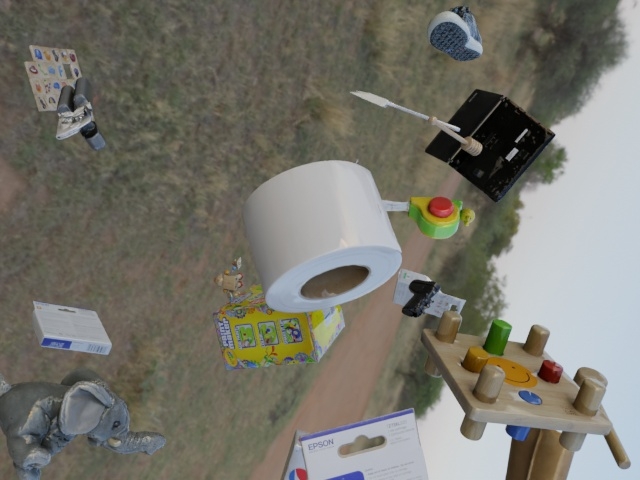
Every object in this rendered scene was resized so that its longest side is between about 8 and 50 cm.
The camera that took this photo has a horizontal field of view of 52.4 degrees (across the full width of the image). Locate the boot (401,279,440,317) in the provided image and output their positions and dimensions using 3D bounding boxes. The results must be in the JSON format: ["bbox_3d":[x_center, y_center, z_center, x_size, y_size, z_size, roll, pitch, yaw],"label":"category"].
[{"bbox_3d":[0.238,0.147,1.626,0.099,0.045,0.121,-48,-163,-21],"label":"boot"}]

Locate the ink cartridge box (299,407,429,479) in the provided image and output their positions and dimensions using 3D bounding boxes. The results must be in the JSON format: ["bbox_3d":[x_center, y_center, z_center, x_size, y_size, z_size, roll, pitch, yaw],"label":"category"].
[{"bbox_3d":[0.083,0.439,0.948,0.069,0.175,0.371,-179,-101,-79],"label":"ink cartridge box"}]

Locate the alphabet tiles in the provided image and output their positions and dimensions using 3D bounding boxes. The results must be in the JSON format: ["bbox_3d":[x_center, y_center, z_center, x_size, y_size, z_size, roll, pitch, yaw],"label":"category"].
[{"bbox_3d":[-0.661,-0.390,1.648,0.237,0.009,0.198,-52,130,-74],"label":"alphabet tiles"}]

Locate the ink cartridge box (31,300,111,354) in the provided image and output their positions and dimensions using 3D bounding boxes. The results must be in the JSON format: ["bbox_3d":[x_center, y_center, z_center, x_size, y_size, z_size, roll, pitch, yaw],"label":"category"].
[{"bbox_3d":[-0.814,0.284,2.109,0.223,0.224,0.045,17,105,-37],"label":"ink cartridge box"}]

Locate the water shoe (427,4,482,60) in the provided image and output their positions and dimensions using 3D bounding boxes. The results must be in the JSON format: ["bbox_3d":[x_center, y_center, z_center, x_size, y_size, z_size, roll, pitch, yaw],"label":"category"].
[{"bbox_3d":[0.240,-0.387,1.177,0.203,0.072,0.080,6,79,-64],"label":"water shoe"}]

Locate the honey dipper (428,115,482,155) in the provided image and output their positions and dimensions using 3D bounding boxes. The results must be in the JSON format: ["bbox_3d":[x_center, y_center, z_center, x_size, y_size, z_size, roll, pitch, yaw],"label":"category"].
[{"bbox_3d":[0.270,-0.215,1.321,0.160,0.030,0.031,21,95,-38],"label":"honey dipper"}]

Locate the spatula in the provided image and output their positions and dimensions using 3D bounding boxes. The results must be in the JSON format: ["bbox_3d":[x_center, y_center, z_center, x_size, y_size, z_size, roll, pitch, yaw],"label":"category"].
[{"bbox_3d":[0.183,-0.274,1.386,0.168,0.242,0.019,-39,152,-77],"label":"spatula"}]

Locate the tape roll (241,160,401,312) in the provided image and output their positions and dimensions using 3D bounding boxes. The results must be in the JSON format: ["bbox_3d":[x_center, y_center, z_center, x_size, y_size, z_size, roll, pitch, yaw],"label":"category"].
[{"bbox_3d":[0.000,0.000,1.126,0.246,0.246,0.169,87,-14,-64],"label":"tape roll"}]

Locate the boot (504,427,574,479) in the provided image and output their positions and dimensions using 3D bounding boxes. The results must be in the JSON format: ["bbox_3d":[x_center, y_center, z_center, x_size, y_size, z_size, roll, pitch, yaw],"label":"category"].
[{"bbox_3d":[0.398,0.466,1.128,0.236,0.089,0.270,-1,-119,53],"label":"boot"}]

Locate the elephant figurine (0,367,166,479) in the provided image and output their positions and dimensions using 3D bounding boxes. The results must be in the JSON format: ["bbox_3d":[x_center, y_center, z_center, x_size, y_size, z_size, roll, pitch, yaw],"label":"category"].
[{"bbox_3d":[-0.410,0.296,1.112,0.239,0.169,0.186,-19,137,-26],"label":"elephant figurine"}]

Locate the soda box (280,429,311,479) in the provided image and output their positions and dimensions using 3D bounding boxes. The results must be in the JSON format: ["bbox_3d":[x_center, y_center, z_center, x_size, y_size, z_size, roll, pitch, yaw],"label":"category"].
[{"bbox_3d":[-0.055,0.552,1.489,0.074,0.069,0.216,-92,-162,-78],"label":"soda box"}]

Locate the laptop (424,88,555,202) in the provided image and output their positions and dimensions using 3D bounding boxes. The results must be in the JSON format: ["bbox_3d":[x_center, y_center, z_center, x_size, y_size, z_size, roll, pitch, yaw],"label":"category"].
[{"bbox_3d":[0.452,-0.265,1.771,0.234,0.264,0.136,-50,167,6],"label":"laptop"}]

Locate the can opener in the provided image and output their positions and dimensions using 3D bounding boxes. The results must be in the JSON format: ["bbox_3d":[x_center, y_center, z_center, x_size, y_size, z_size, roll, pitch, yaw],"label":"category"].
[{"bbox_3d":[-0.490,-0.255,1.318,0.074,0.280,0.093,-28,127,-3],"label":"can opener"}]

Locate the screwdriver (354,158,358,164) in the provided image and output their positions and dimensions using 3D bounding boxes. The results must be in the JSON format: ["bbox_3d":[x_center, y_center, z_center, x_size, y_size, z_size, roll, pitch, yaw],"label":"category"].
[{"bbox_3d":[0.051,-0.119,1.550,0.170,0.024,0.025,-59,-151,1],"label":"screwdriver"}]

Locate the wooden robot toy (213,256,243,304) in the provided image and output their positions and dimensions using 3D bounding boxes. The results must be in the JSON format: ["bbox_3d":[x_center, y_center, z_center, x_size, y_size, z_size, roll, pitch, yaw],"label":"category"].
[{"bbox_3d":[-0.284,0.132,1.973,0.076,0.079,0.173,-12,109,-74],"label":"wooden robot toy"}]

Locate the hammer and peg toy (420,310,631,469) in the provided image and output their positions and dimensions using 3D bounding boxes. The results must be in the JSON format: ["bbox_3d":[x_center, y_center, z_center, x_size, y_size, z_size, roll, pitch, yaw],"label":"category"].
[{"bbox_3d":[0.375,0.244,1.116,0.266,0.361,0.127,-113,-144,-67],"label":"hammer and peg toy"}]

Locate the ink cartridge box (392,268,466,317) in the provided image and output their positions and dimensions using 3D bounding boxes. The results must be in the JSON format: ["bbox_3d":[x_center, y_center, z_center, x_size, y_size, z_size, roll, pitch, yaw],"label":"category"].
[{"bbox_3d":[0.355,0.180,2.131,0.181,0.224,0.056,90,16,-61],"label":"ink cartridge box"}]

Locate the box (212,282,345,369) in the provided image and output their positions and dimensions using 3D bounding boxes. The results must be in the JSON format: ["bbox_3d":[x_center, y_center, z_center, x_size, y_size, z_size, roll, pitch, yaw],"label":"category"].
[{"bbox_3d":[-0.112,0.232,1.884,0.290,0.279,0.177,-38,117,-69],"label":"box"}]

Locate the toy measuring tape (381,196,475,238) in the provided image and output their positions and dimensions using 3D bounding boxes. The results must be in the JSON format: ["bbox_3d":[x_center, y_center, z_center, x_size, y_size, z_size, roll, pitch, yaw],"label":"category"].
[{"bbox_3d":[0.264,-0.061,1.794,0.121,0.330,0.122,-179,-90,-89],"label":"toy measuring tape"}]
